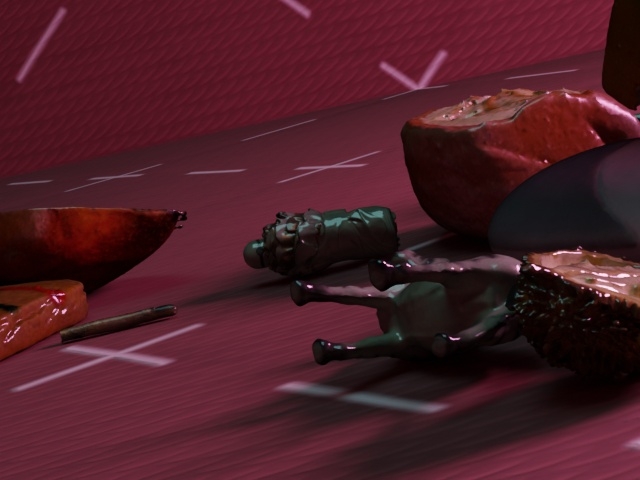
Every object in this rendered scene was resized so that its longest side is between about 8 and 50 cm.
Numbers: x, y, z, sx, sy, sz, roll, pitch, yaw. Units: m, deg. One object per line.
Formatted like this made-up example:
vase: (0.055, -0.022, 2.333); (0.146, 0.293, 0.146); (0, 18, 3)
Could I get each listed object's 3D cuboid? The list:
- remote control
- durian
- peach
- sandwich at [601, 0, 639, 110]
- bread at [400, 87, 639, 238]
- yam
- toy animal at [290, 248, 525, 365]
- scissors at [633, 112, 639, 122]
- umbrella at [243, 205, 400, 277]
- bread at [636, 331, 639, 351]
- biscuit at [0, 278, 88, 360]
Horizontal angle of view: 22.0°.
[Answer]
remote control: (0.262, -0.023, 1.121); (0.221, 0.103, 0.332); (-17, 8, -38)
durian: (0.157, 0.046, 0.936); (0.140, 0.071, 0.110); (9, 8, -37)
peach: (-0.257, 0.022, 1.653); (0.279, 0.068, 0.189); (-11, -16, 24)
sandwich: (0.395, -0.165, 1.590); (0.122, 0.128, 0.235); (-12, 33, -28)
bread: (0.171, -0.071, 1.496); (0.190, 0.123, 0.244); (-18, 9, -19)
yam: (-0.178, 0.072, 1.453); (0.107, 0.014, 0.014); (-14, 9, 0)
toy animal: (0.083, 0.040, 1.069); (0.176, 0.073, 0.217); (-9, 0, -31)
scissors: (0.473, -0.147, 1.775); (0.289, 0.041, 0.138); (-12, 12, 4)
umbrella: (0.000, 0.000, 1.501); (0.143, 0.062, 0.067); (-13, -26, 2)
bread: (0.268, 0.046, 0.662); (0.271, 0.077, 0.139); (-10, -22, 13)
biscuit: (-0.377, 0.089, 1.512); (0.262, 0.052, 0.277); (-7, 10, 31)
